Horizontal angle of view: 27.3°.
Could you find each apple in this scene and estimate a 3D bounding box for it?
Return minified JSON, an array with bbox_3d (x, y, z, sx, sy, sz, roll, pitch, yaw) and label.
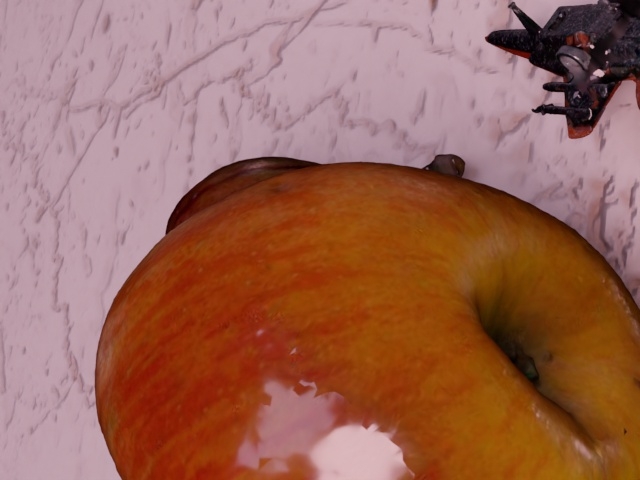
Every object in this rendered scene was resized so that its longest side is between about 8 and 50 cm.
[{"bbox_3d":[0.044,0.089,0.708,0.301,0.301,0.301,-13,72,45],"label":"apple"}]

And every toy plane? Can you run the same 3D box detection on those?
[{"bbox_3d":[0.155,-0.121,0.794,0.189,0.061,0.130,24,75,50],"label":"toy plane"}]

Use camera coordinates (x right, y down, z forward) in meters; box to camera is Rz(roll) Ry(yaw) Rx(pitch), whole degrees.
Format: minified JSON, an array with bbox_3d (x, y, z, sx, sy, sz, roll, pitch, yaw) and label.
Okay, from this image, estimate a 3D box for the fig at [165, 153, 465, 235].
[{"bbox_3d":[-0.024,0.004,0.910,0.149,0.148,0.202,37,72,10],"label":"fig"}]
